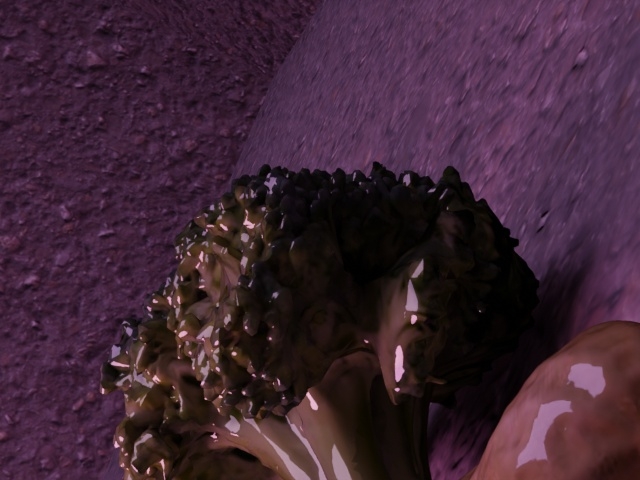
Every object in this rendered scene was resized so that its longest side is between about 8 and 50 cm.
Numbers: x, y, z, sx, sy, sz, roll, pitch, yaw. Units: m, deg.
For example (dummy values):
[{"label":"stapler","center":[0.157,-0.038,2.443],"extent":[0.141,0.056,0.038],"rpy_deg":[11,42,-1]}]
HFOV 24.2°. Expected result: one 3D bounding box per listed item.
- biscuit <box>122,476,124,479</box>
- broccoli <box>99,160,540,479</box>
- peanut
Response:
[{"label":"biscuit","center":[-0.215,0.315,2.208],"extent":[0.296,0.102,0.296],"rpy_deg":[-155,90,-85]},{"label":"broccoli","center":[0.001,0.095,1.052],"extent":[0.317,0.277,0.338],"rpy_deg":[37,111,61]},{"label":"peanut","center":[0.110,0.147,0.760],"extent":[0.117,0.101,0.263],"rpy_deg":[-43,-12,-52]}]
